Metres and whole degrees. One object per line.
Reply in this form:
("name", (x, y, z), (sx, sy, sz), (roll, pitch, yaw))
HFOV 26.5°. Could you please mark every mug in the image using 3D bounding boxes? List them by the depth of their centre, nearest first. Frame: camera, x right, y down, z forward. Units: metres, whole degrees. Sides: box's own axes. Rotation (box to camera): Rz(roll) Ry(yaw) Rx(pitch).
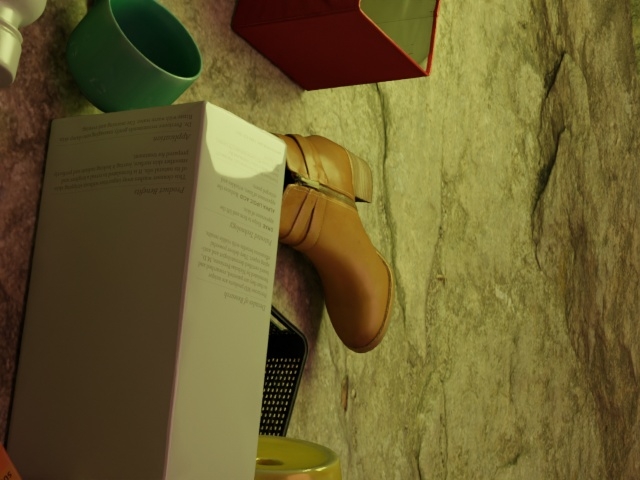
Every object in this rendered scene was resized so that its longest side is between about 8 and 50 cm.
("mug", (-0.204, -0.197, 1.455), (0.129, 0.097, 0.157), (39, 27, -19))

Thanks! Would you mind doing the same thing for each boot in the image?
("boot", (0.000, 0.000, 1.754), (0.220, 0.109, 0.283), (13, 75, -58))

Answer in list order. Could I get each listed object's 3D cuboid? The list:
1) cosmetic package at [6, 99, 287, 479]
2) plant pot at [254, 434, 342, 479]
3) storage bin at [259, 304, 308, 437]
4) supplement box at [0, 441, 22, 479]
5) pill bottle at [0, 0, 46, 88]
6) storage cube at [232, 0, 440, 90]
("cosmetic package", (-0.175, 0.067, 1.387), (0.156, 0.217, 0.384), (21, 72, -55))
("plant pot", (-0.068, 0.343, 1.463), (0.254, 0.254, 0.239), (-4, 100, -57))
("storage bin", (-0.095, 0.172, 1.620), (0.122, 0.084, 0.180), (45, 50, -46))
("supplement box", (-0.301, 0.298, 1.297), (0.078, 0.080, 0.233), (-51, 131, -43))
("pill bottle", (-0.315, -0.265, 1.268), (0.131, 0.131, 0.229), (29, 64, -53))
("storage cube", (0.027, -0.321, 1.747), (0.215, 0.193, 0.183), (33, 60, -51))
